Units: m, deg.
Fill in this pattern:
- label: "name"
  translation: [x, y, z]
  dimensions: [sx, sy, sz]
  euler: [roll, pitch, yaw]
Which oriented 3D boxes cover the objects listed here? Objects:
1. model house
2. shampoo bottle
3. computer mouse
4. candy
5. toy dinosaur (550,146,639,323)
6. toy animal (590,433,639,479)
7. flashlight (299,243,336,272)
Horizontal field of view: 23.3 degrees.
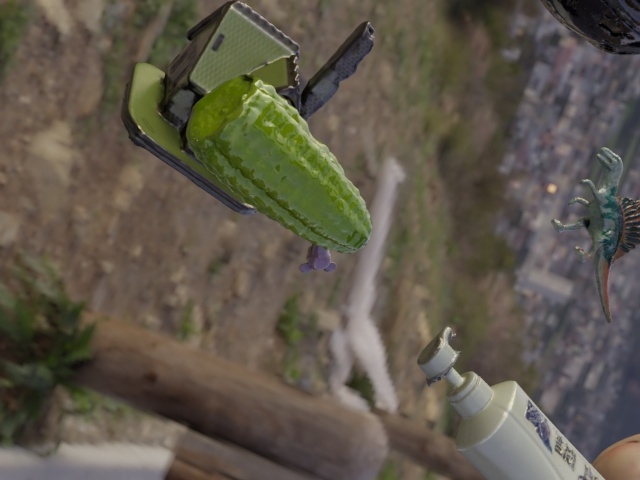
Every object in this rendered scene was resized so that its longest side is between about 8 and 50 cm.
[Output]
- label: "model house"
  translation: [-0.081, -0.215, 1.932]
  dimensions: [0.279, 0.218, 0.205]
  euler: [-47, -156, 23]
- label: "shampoo bottle"
  translation: [0.092, 0.098, 0.699]
  dimensions: [0.034, 0.141, 0.049]
  euler: [-23, -156, 51]
- label: "computer mouse"
  translation: [0.218, -0.217, 1.231]
  dimensions: [0.096, 0.137, 0.233]
  euler: [-40, -156, 20]
- label: "candy"
  translation: [-0.028, -0.060, 1.414]
  dimensions: [0.209, 0.096, 0.097]
  euler: [43, 62, -27]
- label: "toy dinosaur"
  translation: [0.338, -0.009, 1.805]
  dimensions: [0.106, 0.187, 0.044]
  euler: [-31, -173, -8]
- label: "toy animal"
  translation: [0.437, 0.300, 1.709]
  dimensions: [0.278, 0.345, 0.247]
  euler: [101, -4, -53]
- label: "flashlight"
  translation: [0.000, 0.000, 2.094]
  dimensions: [0.031, 0.052, 0.110]
  euler: [-103, -164, -48]
